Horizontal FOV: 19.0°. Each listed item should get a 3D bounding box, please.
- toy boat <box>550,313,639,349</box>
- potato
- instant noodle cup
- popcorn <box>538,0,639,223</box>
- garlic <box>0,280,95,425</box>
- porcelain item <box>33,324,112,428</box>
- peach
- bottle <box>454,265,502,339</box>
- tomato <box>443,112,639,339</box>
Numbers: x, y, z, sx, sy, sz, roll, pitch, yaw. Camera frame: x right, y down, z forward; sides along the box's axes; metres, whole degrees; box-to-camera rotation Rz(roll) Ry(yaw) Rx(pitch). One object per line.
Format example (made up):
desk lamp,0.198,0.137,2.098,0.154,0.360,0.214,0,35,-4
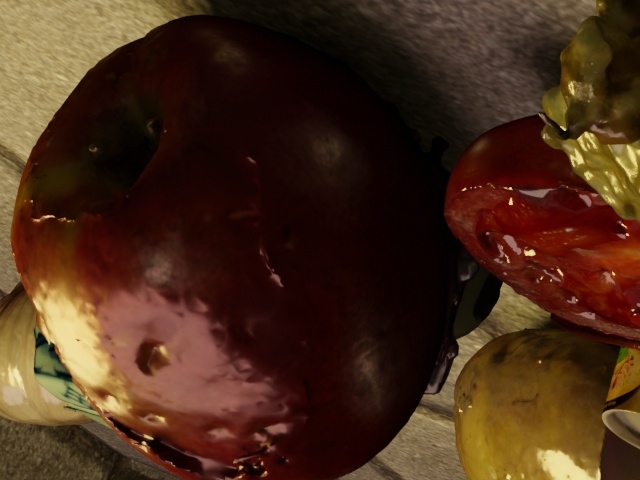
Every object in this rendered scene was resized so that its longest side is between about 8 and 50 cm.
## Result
toy boat,0.324,0.041,1.487,0.392,0.136,0.079,3,120,57
potato,0.238,0.192,1.932,0.266,0.229,0.229,6,155,44
instant noodle cup,0.331,0.130,1.731,0.151,0.122,0.151,23,164,7
popcorn,0.215,-0.077,1.165,0.195,0.173,0.168,65,-178,-74
garlic,-0.320,0.140,2.586,0.322,0.322,0.241,8,137,50
porcelain item,-0.167,0.073,2.076,0.157,0.286,0.281,38,163,-33
peach,-0.067,0.029,1.597,0.339,0.353,0.416,6,155,36
bottle,0.001,0.001,1.797,0.347,0.168,0.168,15,161,27
tomato,0.210,-0.030,1.375,0.233,0.139,0.200,39,152,-32
